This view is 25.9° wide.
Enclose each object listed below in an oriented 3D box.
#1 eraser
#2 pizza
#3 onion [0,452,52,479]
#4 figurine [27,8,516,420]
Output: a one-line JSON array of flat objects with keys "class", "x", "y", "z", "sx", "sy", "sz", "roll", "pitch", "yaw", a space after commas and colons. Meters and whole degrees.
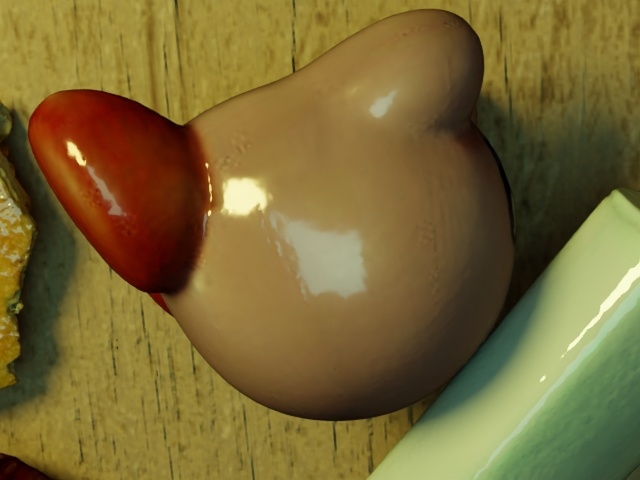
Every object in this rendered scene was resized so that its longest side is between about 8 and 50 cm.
[{"class": "eraser", "x": 0.156, "y": 0.110, "z": 0.896, "sx": 0.290, "sy": 0.189, "sz": 0.104, "roll": -51, "pitch": 58, "yaw": 15}, {"class": "pizza", "x": -0.265, "y": 0.028, "z": 0.980, "sx": 0.134, "sy": 0.056, "sz": 0.271, "roll": 13, "pitch": 104, "yaw": 5}, {"class": "onion", "x": -0.269, "y": 0.273, "z": 0.936, "sx": 0.273, "sy": 0.285, "sz": 0.273, "roll": -1, "pitch": 80, "yaw": 5}, {"class": "figurine", "x": -0.006, "y": 0.007, "z": 0.837, "sx": 0.261, "sy": 0.270, "sz": 0.211, "roll": -17, "pitch": 79, "yaw": 0}]
